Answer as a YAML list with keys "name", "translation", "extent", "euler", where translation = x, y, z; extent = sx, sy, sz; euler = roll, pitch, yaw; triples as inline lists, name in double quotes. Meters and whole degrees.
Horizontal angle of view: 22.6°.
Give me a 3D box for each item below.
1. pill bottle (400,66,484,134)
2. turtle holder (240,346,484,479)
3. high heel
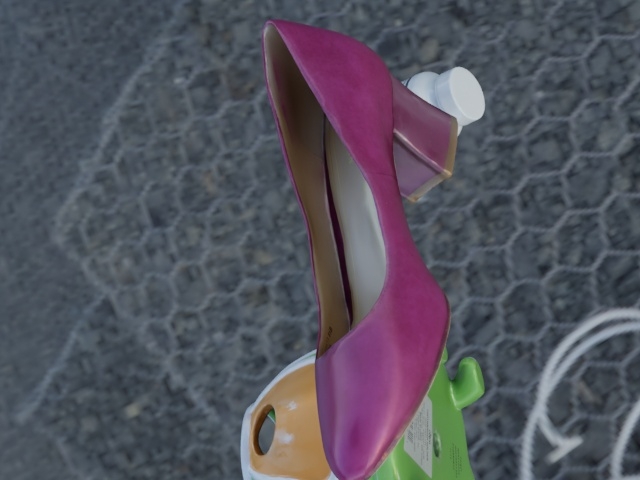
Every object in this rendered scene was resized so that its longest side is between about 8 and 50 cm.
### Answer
- name: "pill bottle"
  translation: [0.083, -0.109, 1.413]
  extent: [0.120, 0.067, 0.067]
  euler: [-23, 90, 38]
- name: "turtle holder"
  translation: [0.056, 0.221, 1.721]
  extent: [0.227, 0.320, 0.243]
  euler: [-8, 89, 20]
- name: "high heel"
  translation: [0.000, 0.000, 1.208]
  extent: [0.181, 0.377, 0.127]
  euler: [29, 133, -20]
